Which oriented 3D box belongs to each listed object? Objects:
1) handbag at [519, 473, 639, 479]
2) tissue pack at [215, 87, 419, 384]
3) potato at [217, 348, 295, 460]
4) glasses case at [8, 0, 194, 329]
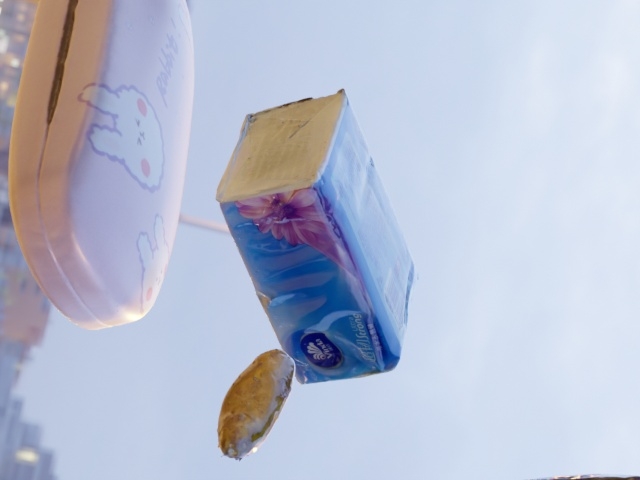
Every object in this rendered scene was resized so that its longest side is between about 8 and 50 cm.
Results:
[{"bbox_3d":[0.321,0.372,1.731,0.340,0.247,0.240,58,27,-77],"label":"handbag"},{"bbox_3d":[0.000,0.000,1.798,0.198,0.146,0.263,-73,145,-53],"label":"tissue pack"},{"bbox_3d":[-0.050,0.122,1.184,0.046,0.045,0.092,4,-121,45],"label":"potato"},{"bbox_3d":[-0.124,-0.079,0.937,0.113,0.075,0.297,61,21,-43],"label":"glasses case"}]
